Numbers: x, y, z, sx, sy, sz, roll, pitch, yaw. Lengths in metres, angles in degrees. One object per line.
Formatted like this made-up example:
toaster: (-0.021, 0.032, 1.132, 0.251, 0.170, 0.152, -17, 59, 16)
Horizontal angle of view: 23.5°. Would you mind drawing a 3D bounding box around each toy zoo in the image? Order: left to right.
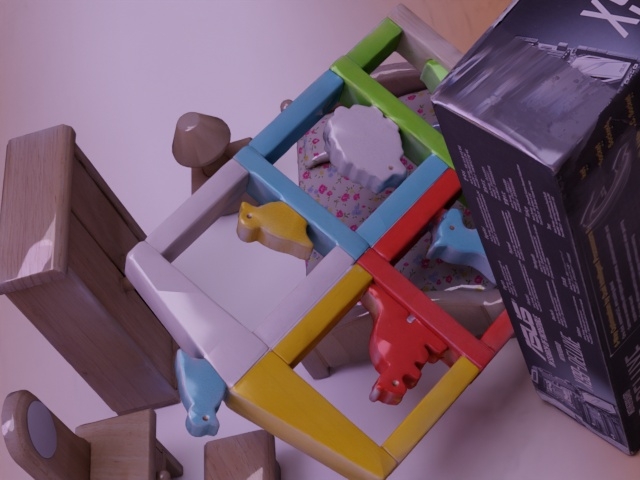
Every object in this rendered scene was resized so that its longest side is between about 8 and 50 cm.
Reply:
toy zoo: (0.025, 0.010, 0.896, 0.192, 0.030, 0.293, 40, 65, 9)

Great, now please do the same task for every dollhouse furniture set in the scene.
dollhouse furniture set: (0.000, 0.000, 0.935, 0.355, 0.174, 0.303, -15, 52, 15)

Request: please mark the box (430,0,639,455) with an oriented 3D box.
box: (0.189, -0.054, 0.800, 0.076, 0.307, 0.242, 33, 75, 32)
